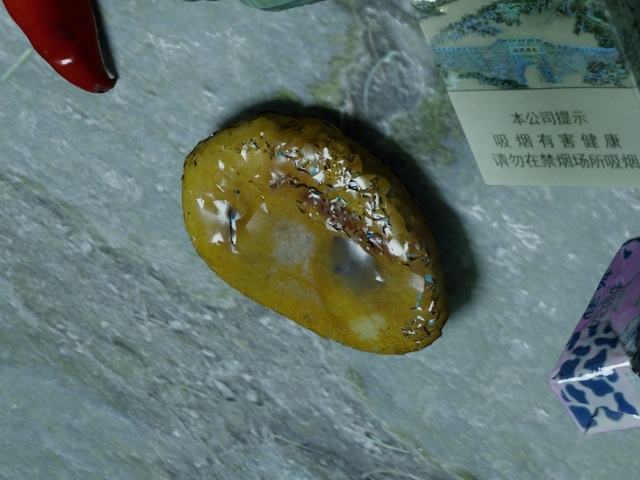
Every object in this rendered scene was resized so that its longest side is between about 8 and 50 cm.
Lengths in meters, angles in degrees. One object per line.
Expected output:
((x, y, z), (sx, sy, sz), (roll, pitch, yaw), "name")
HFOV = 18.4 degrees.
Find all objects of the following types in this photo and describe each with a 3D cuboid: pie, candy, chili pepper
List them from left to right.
((-0.212, -0.261, 1.632), (0.137, 0.092, 0.368), (16, 149, -2), "chili pepper")
((0.000, -0.001, 1.733), (0.273, 0.069, 0.273), (21, 141, 18), "pie")
((0.250, 0.070, 1.528), (0.092, 0.160, 0.073), (-14, 124, 48), "candy")

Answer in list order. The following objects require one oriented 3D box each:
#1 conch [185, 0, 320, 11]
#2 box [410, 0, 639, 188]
((-0.043, -0.251, 1.405), (0.195, 0.220, 0.277), (62, -179, 35), "conch")
((0.160, -0.156, 1.436), (0.164, 0.069, 0.256), (2, 131, 38), "box")
